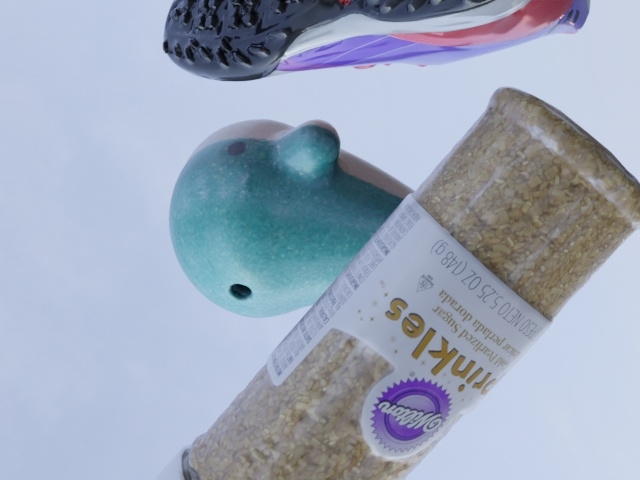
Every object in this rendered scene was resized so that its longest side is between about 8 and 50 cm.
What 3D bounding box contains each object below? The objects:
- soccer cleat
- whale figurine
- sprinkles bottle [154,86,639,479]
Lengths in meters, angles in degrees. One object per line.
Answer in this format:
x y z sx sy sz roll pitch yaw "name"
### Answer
0.025 -0.155 0.644 0.116 0.318 0.109 22 -109 -51 "soccer cleat"
0.000 0.000 0.793 0.216 0.272 0.141 86 -162 -46 "whale figurine"
0.040 0.075 0.574 0.121 0.355 0.121 40 -172 -7 "sprinkles bottle"
